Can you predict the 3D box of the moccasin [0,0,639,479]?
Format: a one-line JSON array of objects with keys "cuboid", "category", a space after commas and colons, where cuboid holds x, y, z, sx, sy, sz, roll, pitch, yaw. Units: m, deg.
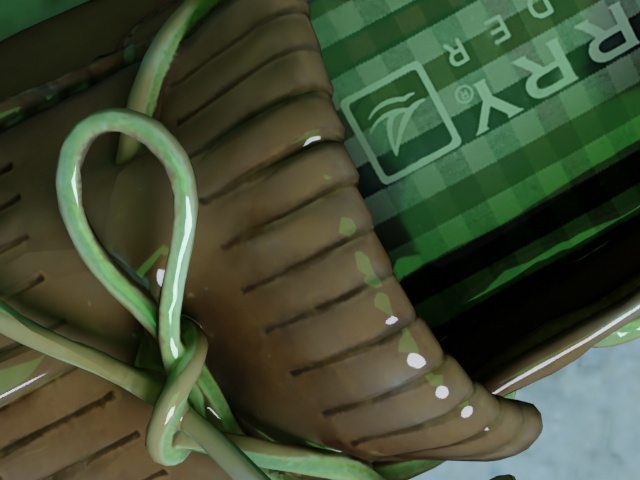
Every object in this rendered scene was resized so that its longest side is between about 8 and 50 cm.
[{"cuboid": [0.001, 0.003, 0.440, 0.380, 0.147, 0.139, -25, 102, -7], "category": "moccasin"}]
